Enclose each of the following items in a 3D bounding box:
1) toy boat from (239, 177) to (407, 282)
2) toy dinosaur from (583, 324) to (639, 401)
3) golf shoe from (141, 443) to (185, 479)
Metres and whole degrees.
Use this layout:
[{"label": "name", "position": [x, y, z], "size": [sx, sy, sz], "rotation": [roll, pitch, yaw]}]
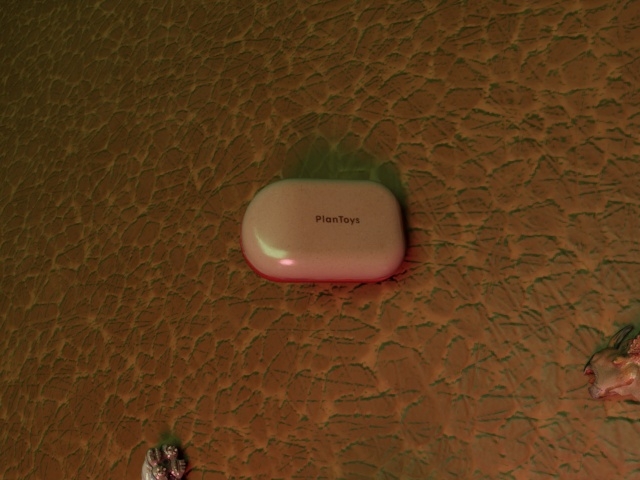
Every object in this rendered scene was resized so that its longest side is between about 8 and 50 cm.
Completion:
[{"label": "toy boat", "position": [0.000, 0.000, 0.886], "size": [0.231, 0.151, 0.151], "rotation": [1, 66, -10]}, {"label": "toy dinosaur", "position": [0.408, 0.137, 0.568], "size": [0.296, 0.127, 0.200], "rotation": [1, 36, 19]}, {"label": "golf shoe", "position": [-0.233, 0.407, 0.947], "size": [0.086, 0.069, 0.176], "rotation": [-53, 46, 32]}]
